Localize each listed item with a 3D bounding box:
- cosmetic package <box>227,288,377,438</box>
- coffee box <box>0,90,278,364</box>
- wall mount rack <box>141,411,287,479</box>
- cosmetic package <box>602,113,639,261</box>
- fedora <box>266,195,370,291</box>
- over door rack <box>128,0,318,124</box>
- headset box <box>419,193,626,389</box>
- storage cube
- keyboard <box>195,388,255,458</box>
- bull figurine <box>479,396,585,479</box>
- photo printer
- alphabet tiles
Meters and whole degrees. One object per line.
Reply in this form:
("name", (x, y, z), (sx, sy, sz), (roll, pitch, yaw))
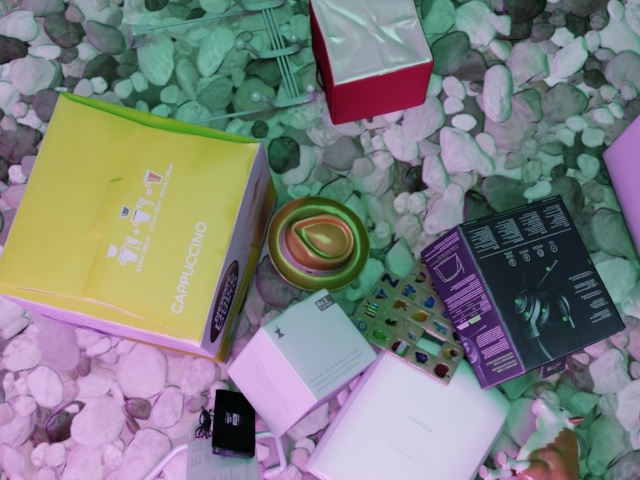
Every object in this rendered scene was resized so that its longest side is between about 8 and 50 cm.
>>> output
("cosmetic package", (-0.034, 0.207, 1.462), (0.151, 0.184, 0.151), (-30, 77, -36))
("coffee box", (-0.287, -0.004, 1.461), (0.338, 0.334, 0.338), (15, 77, 4))
("wall mount rack", (-0.200, 0.425, 1.409), (0.304, 0.350, 0.131), (-9, 111, -3))
("cosmetic package", (0.723, -0.099, 1.440), (0.329, 0.394, 0.327), (-15, 77, -3))
("fedora", (0.000, 0.000, 1.577), (0.194, 0.079, 0.194), (2, 78, -8))
("over door rack", (-0.192, -0.342, 1.658), (0.324, 0.108, 0.240), (-16, 76, -3))
("headset box", (0.350, 0.093, 1.491), (0.246, 0.131, 0.283), (-17, 76, -30))
("storage cube", (0.092, -0.350, 1.612), (0.215, 0.193, 0.184), (-14, 77, -2))
("keyboard", (-0.161, 0.314, 1.470), (0.100, 0.192, 0.038), (14, 107, -9))
("bull figurine", (0.361, 0.421, 1.452), (0.188, 0.101, 0.310), (3, 81, -25))
("photo printer", (0.160, 0.330, 1.493), (0.256, 0.107, 0.307), (33, 79, 8))
("alphabet tiles", (0.183, 0.122, 1.532), (0.198, 0.009, 0.237), (28, 50, 12))
